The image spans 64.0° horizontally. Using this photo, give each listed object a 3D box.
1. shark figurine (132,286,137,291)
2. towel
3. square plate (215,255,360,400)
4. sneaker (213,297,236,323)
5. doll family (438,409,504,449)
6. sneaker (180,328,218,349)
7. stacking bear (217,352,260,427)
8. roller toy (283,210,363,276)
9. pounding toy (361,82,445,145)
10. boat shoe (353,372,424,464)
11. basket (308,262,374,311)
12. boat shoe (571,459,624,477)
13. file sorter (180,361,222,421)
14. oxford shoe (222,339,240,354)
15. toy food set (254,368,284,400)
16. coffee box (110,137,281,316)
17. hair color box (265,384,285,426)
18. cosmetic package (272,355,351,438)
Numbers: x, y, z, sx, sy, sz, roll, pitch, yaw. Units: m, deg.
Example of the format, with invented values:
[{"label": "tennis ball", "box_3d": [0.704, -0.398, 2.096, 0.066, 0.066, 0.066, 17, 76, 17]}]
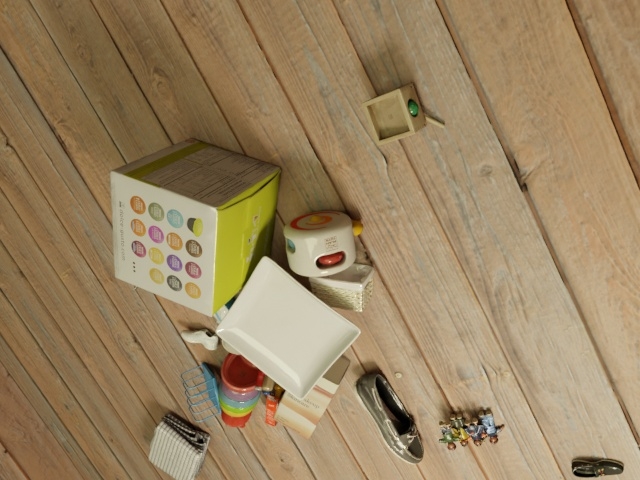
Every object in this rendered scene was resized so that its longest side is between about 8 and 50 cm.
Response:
[{"label": "shark figurine", "box_3d": [-0.528, 0.159, 1.796, 0.278, 0.116, 0.166, 18, 119, 15]}, {"label": "towel", "box_3d": [-0.600, 0.883, 2.179, 0.235, 0.121, 0.284, 30, 125, 12]}, {"label": "square plate", "box_3d": [-0.102, 0.260, 1.508, 0.344, 0.049, 0.347, 38, 119, 4]}, {"label": "sneaker", "box_3d": [-0.367, 0.186, 1.741, 0.092, 0.087, 0.229, -25, 101, 25]}, {"label": "doll family", "box_3d": [0.453, 0.578, 1.542, 0.193, 0.076, 0.111, -15, 102, 28]}, {"label": "sneaker", "box_3d": [-0.441, 0.349, 1.885, 0.152, 0.054, 0.061, 16, 110, 12]}, {"label": "stacking bear", "box_3d": [-0.294, 0.563, 1.855, 0.175, 0.164, 0.289, 26, 127, 16]}, {"label": "roller toy", "box_3d": [0.000, 0.000, 1.411, 0.209, 0.191, 0.146, 2, 113, 25]}, {"label": "pounding toy", "box_3d": [0.201, -0.302, 1.238, 0.141, 0.100, 0.130, -11, 108, 41]}, {"label": "boat shoe", "box_3d": [0.233, 0.564, 1.619, 0.095, 0.112, 0.335, -37, 91, 39]}, {"label": "basket", "box_3d": [0.065, 0.132, 1.492, 0.167, 0.113, 0.103, 7, 118, 24]}, {"label": "boat shoe", "box_3d": [0.776, 0.644, 1.436, 0.133, 0.042, 0.049, -11, 106, 28]}, {"label": "file sorter", "box_3d": [-0.451, 0.576, 1.936, 0.118, 0.104, 0.170, 29, 132, 53]}, {"label": "oxford shoe", "box_3d": [-0.161, 0.311, 1.660, 0.449, 0.130, 0.169, -20, 129, 32]}, {"label": "toy food set", "box_3d": [-0.153, 0.453, 1.685, 0.111, 0.104, 0.232, 13, 155, -4]}, {"label": "coffee box", "box_3d": [-0.346, -0.053, 1.466, 0.334, 0.338, 0.338, 19, 121, 16]}, {"label": "hair color box", "box_3d": [-0.161, 0.592, 1.849, 0.043, 0.072, 0.141, 17, 120, 19]}, {"label": "cosmetic package", "box_3d": [-0.032, 0.499, 1.703, 0.153, 0.129, 0.296, 27, 122, 9]}]
